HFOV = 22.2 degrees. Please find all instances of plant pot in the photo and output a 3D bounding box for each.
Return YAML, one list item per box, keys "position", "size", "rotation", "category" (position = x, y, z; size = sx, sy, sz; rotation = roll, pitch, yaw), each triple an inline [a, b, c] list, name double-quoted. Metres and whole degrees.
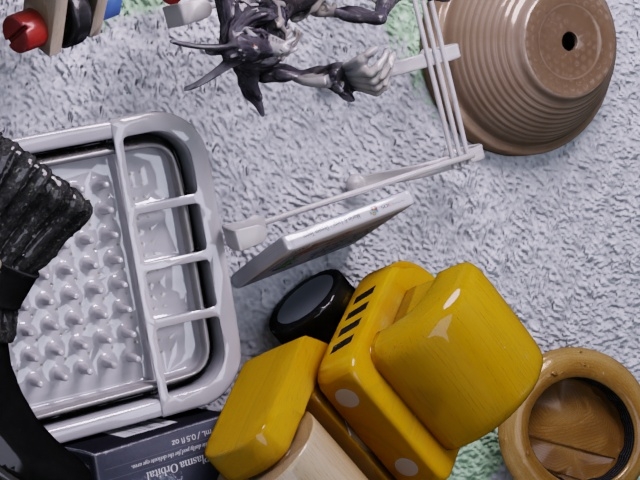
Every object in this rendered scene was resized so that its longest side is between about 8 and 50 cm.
- position: [0.233, -0.208, 1.736]
  size: [0.237, 0.109, 0.237]
  rotation: [-1, 93, -26]
  category: "plant pot"

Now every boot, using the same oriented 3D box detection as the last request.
- position: [-0.270, 0.071, 1.398]
  size: [0.348, 0.131, 0.260]
  rotation: [43, 74, -21]
  category: "boot"

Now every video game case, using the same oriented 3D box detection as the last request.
- position: [0.000, 0.000, 1.599]
  size: [0.143, 0.157, 0.019]
  rotation: [-21, 83, -25]
  category: "video game case"

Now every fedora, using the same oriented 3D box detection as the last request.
- position: [0.268, 0.206, 1.790]
  size: [0.194, 0.079, 0.194]
  rotation: [0, 90, -22]
  category: "fedora"

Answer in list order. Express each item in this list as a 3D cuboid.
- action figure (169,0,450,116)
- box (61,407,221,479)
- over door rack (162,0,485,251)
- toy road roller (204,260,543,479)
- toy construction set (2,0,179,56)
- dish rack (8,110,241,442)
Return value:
- position: [0.001, -0.214, 1.466]
  size: [0.275, 0.141, 0.164]
  rotation: [-37, 121, -31]
  category: "action figure"
- position: [-0.160, 0.252, 1.548]
  size: [0.156, 0.093, 0.158]
  rotation: [-13, 99, -37]
  category: "box"
- position: [-0.001, -0.150, 1.610]
  size: [0.324, 0.108, 0.240]
  rotation: [-20, 100, -33]
  category: "over door rack"
- position: [0.065, 0.155, 1.548]
  size: [0.202, 0.240, 0.329]
  rotation: [50, 38, -20]
  category: "toy road roller"
- position: [-0.201, -0.313, 1.403]
  size: [0.308, 0.237, 0.257]
  rotation: [5, 59, -36]
  category: "toy construction set"
- position: [-0.251, 0.041, 1.517]
  size: [0.332, 0.072, 0.286]
  rotation: [-13, 99, -26]
  category: "dish rack"
